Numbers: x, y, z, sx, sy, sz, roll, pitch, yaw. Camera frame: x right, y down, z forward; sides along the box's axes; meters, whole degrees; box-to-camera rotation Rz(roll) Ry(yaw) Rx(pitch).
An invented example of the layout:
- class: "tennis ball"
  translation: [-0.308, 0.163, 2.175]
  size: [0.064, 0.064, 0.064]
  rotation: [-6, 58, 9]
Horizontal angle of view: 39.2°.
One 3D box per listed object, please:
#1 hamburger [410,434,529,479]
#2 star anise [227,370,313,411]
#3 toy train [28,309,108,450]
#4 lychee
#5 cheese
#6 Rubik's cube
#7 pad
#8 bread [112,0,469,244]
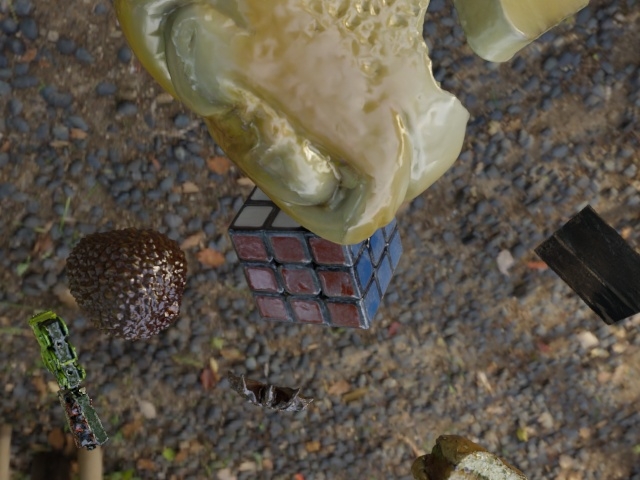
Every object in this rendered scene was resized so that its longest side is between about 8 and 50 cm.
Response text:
- class: "hamburger"
  translation: [0.255, 0.394, 1.502]
  size: [0.124, 0.131, 0.262]
  rotation: [-46, 129, 3]
- class: "star anise"
  translation: [-0.082, 0.238, 1.392]
  size: [0.141, 0.141, 0.042]
  rotation: [22, 73, -24]
- class: "toy train"
  translation: [-0.427, 0.242, 1.524]
  size: [0.053, 0.085, 0.250]
  rotation: [-24, 109, -30]
- class: "lychee"
  translation: [-0.413, 0.081, 1.888]
  size: [0.271, 0.271, 0.271]
  rotation: [-5, 125, -8]
- class: "cheese"
  translation: [0.346, -0.548, 1.761]
  size: [0.384, 0.384, 0.104]
  rotation: [25, 142, -25]
- class: "Rubik's cube"
  translation: [0.000, 0.000, 2.157]
  size: [0.303, 0.301, 0.305]
  rotation: [4, 130, 23]
- class: "pad"
  translation: [0.277, 0.030, 0.896]
  size: [0.004, 0.193, 0.116]
  rotation: [-41, 82, -10]
- class: "bread"
  translation: [-0.023, -0.198, 1.049]
  size: [0.424, 0.245, 0.329]
  rotation: [49, 140, -16]
